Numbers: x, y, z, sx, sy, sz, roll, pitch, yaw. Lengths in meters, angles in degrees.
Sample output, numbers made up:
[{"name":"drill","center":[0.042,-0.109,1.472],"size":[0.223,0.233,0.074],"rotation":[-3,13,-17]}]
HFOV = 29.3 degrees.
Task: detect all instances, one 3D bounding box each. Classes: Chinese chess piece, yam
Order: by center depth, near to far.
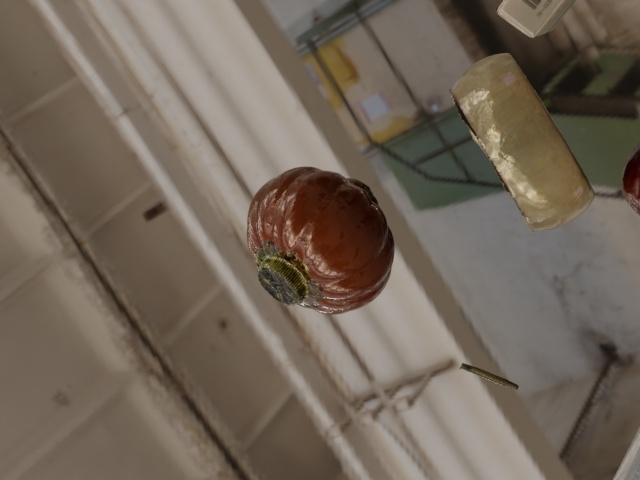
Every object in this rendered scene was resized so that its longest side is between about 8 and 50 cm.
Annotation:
[{"name":"yam","center":[0.286,0.230,2.071],"size":[0.014,0.107,0.014],"rotation":[-44,-35,-43]},{"name":"Chinese chess piece","center":[0.365,-0.177,2.231],"size":[0.338,0.140,0.338],"rotation":[56,-171,-13]}]

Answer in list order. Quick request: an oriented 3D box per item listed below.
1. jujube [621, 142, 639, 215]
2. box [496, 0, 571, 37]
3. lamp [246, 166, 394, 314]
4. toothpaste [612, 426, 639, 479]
[{"name":"jujube","center":[0.649,-0.143,2.161],"size":[0.190,0.190,0.255],"rotation":[41,-98,-26]},{"name":"box","center":[0.365,-0.413,1.556],"size":[0.065,0.343,0.200],"rotation":[39,-161,5]},{"name":"lamp","center":[0.000,0.000,1.698],"size":[0.196,0.223,0.223],"rotation":[-47,-72,-27]},{"name":"toothpaste","center":[0.378,0.217,1.293],"size":[0.114,0.299,0.073],"rotation":[20,-153,14]}]
